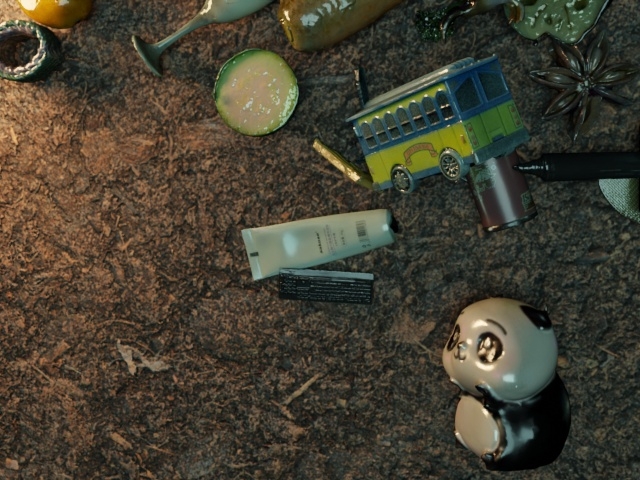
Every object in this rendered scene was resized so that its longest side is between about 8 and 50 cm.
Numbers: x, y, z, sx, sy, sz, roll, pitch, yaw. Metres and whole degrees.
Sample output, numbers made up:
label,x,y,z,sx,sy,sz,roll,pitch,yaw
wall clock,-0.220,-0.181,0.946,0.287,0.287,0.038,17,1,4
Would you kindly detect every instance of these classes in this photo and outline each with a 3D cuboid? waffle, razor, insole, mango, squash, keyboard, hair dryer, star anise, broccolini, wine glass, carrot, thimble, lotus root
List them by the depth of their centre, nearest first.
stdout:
label,x,y,z,sx,sy,sz,roll,pitch,yaw
lotus root,0.453,-0.455,1.656,0.183,0.078,0.203,44,100,16
hair dryer,0.538,-0.123,1.665,0.352,0.107,0.189,-3,97,-3
carrot,0.067,-0.463,1.669,0.302,0.139,0.138,-23,96,3
star anise,0.494,-0.308,1.671,0.212,0.073,0.196,-33,86,0
broccolini,0.297,-0.467,1.686,0.254,0.057,0.071,-32,133,12
wine glass,-0.261,-0.510,1.692,0.310,0.096,0.264,-32,105,9
squash,-0.117,-0.288,1.715,0.170,0.123,0.170,1,99,6
insole,0.657,-0.054,1.737,0.253,0.005,0.086,41,100,-2
mango,-0.535,-0.479,1.741,0.165,0.089,0.115,4,88,8
razor,0.090,-0.250,1.751,0.066,0.033,0.190,-2,97,48
thimble,-0.597,-0.380,1.761,0.135,0.090,0.118,-21,96,8
waffle,0.056,-0.151,1.774,0.153,0.097,0.023,42,104,31
keyboard,0.011,0.096,1.805,0.197,0.015,0.074,4,117,2

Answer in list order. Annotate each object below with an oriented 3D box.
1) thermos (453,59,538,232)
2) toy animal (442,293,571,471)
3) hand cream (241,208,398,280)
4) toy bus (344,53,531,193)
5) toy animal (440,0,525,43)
label,x,y,z,sx,sy,sz,roll,pitch,yaw
thermos,0.311,-0.187,1.708,0.110,0.136,0.330,-23,97,-20
toy animal,0.361,0.265,1.707,0.251,0.251,0.309,-1,99,6
hand cream,0.000,0.000,1.786,0.321,0.067,0.109,-12,98,12
toy bus,0.205,-0.203,1.600,0.152,0.312,0.190,-27,97,-32
toy animal,0.299,-0.441,1.596,0.160,0.272,0.197,15,96,-13
